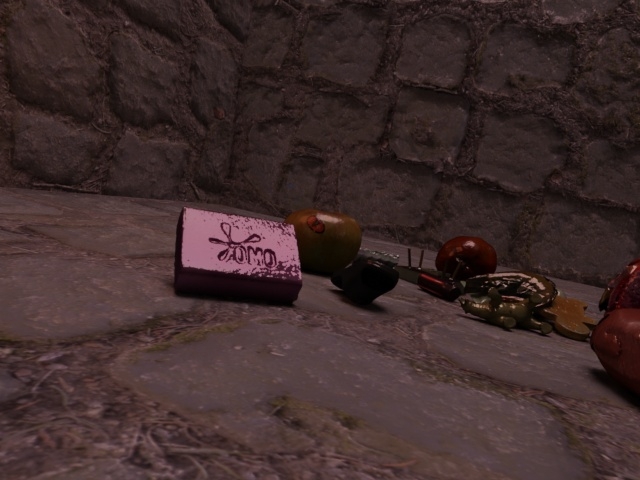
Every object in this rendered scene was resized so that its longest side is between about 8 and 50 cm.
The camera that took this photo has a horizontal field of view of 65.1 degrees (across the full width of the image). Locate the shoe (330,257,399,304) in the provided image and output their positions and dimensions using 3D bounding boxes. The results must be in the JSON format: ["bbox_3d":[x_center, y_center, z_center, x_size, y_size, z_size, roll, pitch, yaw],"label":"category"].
[{"bbox_3d":[0.100,0.116,1.227,0.108,0.093,0.241,26,-22,-19],"label":"shoe"}]

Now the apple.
[{"bbox_3d":[0.000,0.000,1.588,0.261,0.193,0.261,10,3,-1],"label":"apple"}]

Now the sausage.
[{"bbox_3d":[0.589,0.205,0.888,0.152,0.152,0.279,11,5,3],"label":"sausage"}]

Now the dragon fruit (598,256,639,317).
[{"bbox_3d":[0.859,0.181,1.243,0.291,0.250,0.269,26,1,-36],"label":"dragon fruit"}]

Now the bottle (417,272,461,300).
[{"bbox_3d":[0.368,0.142,1.551,0.060,0.060,0.164,8,7,-24],"label":"bottle"}]

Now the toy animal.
[{"bbox_3d":[0.471,0.181,1.283,0.219,0.103,0.101,7,-13,-13],"label":"toy animal"}]

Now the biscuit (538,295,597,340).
[{"bbox_3d":[0.676,0.207,1.377,0.153,0.030,0.234,13,22,10],"label":"biscuit"}]

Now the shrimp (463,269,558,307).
[{"bbox_3d":[0.546,0.145,1.431,0.253,0.058,0.173,-5,30,0],"label":"shrimp"}]

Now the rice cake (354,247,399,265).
[{"bbox_3d":[0.204,0.069,1.891,0.189,0.037,0.198,12,-9,-6],"label":"rice cake"}]

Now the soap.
[{"bbox_3d":[-0.173,0.031,1.066,0.260,0.081,0.181,9,48,-21],"label":"soap"}]

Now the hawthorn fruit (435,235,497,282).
[{"bbox_3d":[0.522,0.076,1.801,0.215,0.215,0.250,14,2,26],"label":"hawthorn fruit"}]

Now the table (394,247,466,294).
[{"bbox_3d":[0.381,0.101,1.726,0.122,0.111,0.240,7,6,-34],"label":"table"}]

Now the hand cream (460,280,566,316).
[{"bbox_3d":[0.591,0.172,1.523,0.306,0.093,0.147,9,21,-6],"label":"hand cream"}]
